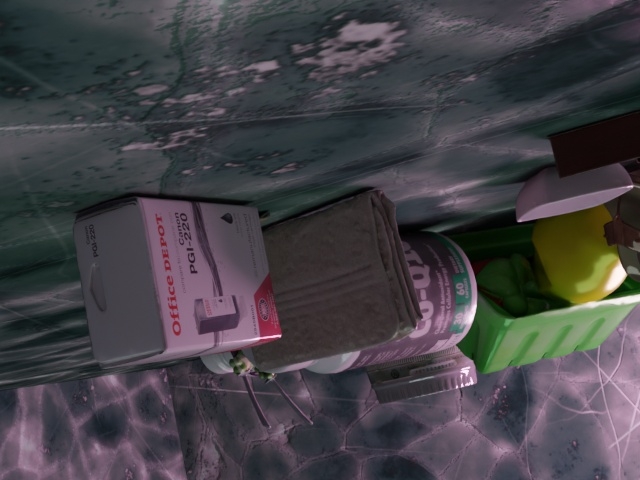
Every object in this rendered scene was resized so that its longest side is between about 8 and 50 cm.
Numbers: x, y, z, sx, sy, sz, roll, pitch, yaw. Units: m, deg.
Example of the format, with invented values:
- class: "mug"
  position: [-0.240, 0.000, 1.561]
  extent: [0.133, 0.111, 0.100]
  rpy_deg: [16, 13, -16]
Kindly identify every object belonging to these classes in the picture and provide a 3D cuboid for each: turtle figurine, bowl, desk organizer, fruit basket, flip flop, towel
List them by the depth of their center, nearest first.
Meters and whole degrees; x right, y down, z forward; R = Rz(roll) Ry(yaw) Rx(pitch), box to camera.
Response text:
- class: "desk organizer"
  position: [0.325, -0.107, 1.150]
  extent: [0.130, 0.050, 0.047]
  rpy_deg: [-15, 172, 19]
- class: "towel"
  position: [0.000, 0.056, 1.315]
  extent: [0.282, 0.187, 0.049]
  rpy_deg: [-17, 175, 41]
- class: "bowl"
  position: [0.340, -0.072, 1.409]
  extent: [0.142, 0.053, 0.142]
  rpy_deg: [-10, 172, -7]
- class: "flip flop"
  position: [0.470, -0.007, 1.550]
  extent: [0.112, 0.080, 0.277]
  rpy_deg: [12, 149, 32]
- class: "fruit basket"
  position: [0.408, 0.037, 1.822]
  extent: [0.392, 0.283, 0.392]
  rpy_deg: [-18, 132, -21]
- class: "turtle figurine"
  position: [-0.149, 0.223, 1.940]
  extent: [0.266, 0.275, 0.198]
  rpy_deg: [16, -158, 22]

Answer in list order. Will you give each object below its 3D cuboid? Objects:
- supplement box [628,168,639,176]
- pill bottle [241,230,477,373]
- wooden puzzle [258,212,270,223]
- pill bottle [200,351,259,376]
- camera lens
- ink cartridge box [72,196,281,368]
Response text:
- class: "supplement box"
  position: [0.506, -0.083, 1.550]
  extent: [0.036, 0.062, 0.098]
  rpy_deg: [-7, 171, -27]
- class: "pill bottle"
  position: [0.054, 0.095, 1.602]
  extent: [0.361, 0.204, 0.204]
  rpy_deg: [-6, 170, -40]
- class: "wooden puzzle"
  position: [-0.104, -0.019, 1.257]
  extent: [0.078, 0.014, 0.116]
  rpy_deg: [-13, 174, -29]
- class: "pill bottle"
  position: [-0.102, 0.186, 2.120]
  extent: [0.301, 0.169, 0.169]
  rpy_deg: [-17, 171, 33]
- class: "camera lens"
  position: [0.181, 0.167, 2.037]
  extent: [0.219, 0.274, 0.219]
  rpy_deg: [-12, 172, -2]
- class: "ink cartridge box"
  position: [-0.145, 0.042, 1.086]
  extent: [0.092, 0.159, 0.218]
  rpy_deg: [-16, 172, 30]
